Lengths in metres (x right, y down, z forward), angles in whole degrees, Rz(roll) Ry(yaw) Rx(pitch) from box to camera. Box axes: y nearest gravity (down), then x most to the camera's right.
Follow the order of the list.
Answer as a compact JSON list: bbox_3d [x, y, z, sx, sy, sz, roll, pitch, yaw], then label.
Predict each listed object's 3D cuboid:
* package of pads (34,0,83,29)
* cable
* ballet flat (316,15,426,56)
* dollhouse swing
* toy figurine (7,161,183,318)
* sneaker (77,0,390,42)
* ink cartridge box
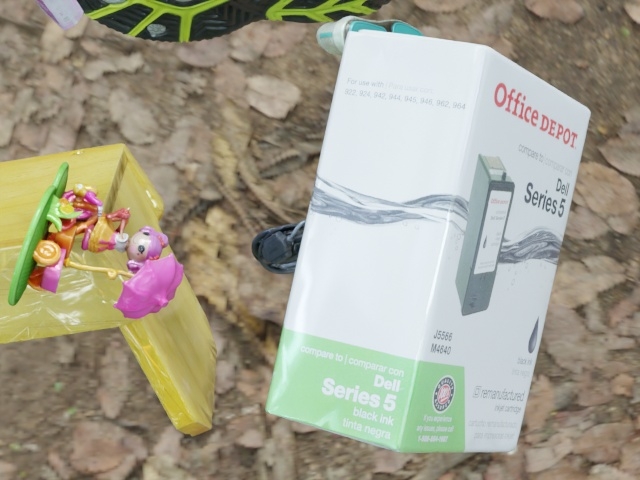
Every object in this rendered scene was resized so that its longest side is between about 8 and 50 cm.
[{"bbox_3d":[-0.268,-0.246,1.284,0.032,0.083,0.050,-43,67,-6],"label":"package of pads"},{"bbox_3d":[0.000,0.000,1.530,0.150,0.184,0.047,-9,79,-22],"label":"cable"},{"bbox_3d":[0.060,-0.217,1.439,0.052,0.168,0.057,2,87,39],"label":"ballet flat"},{"bbox_3d":[-0.312,0.081,1.639,0.315,0.347,0.305,-9,112,1],"label":"dollhouse swing"},{"bbox_3d":[-0.219,0.013,1.365,0.159,0.130,0.173,19,49,-6],"label":"toy figurine"},{"bbox_3d":[-0.103,-0.318,1.454,0.384,0.145,0.147,-5,68,-17],"label":"sneaker"},{"bbox_3d":[0.083,0.007,0.945,0.114,0.198,0.273,12,89,32],"label":"ink cartridge box"}]
